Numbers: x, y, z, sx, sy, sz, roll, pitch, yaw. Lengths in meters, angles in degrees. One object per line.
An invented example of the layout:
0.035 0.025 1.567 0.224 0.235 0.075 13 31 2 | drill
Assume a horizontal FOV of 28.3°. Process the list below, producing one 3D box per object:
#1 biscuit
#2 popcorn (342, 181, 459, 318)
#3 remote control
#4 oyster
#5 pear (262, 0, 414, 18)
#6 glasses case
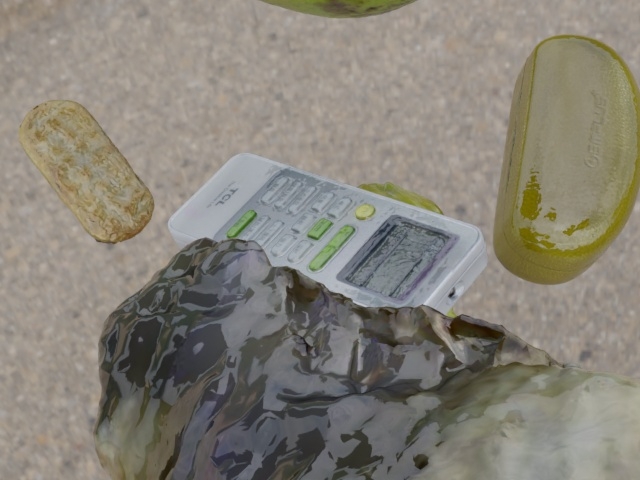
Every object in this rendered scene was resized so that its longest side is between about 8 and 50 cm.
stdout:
-0.343 -0.105 1.863 0.118 0.029 0.247 -36 82 -21 | biscuit
0.055 0.064 1.430 0.226 0.276 0.276 -7 45 -36 | popcorn
0.000 0.000 0.954 0.250 0.034 0.103 21 56 37 | remote control
-0.007 0.077 0.462 0.166 0.110 0.341 -58 33 -2 | oyster
-0.011 -0.424 1.346 0.391 0.391 0.391 -5 53 6 | pear
0.347 -0.118 1.730 0.173 0.141 0.371 17 59 -6 | glasses case
